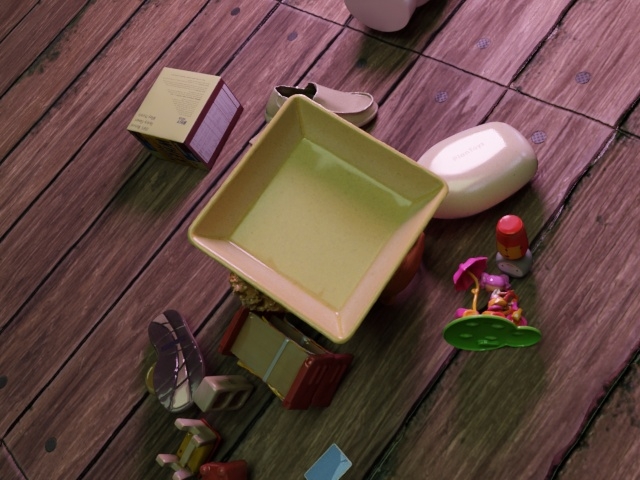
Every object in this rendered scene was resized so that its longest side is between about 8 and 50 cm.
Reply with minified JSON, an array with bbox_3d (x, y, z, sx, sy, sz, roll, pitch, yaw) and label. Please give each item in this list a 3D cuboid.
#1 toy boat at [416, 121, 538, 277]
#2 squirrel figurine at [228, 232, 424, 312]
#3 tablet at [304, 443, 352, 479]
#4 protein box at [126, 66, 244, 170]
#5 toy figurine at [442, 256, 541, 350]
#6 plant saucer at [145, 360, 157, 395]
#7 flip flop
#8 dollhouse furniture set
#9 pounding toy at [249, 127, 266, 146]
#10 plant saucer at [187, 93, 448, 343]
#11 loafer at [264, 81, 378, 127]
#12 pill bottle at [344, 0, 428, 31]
[{"bbox_3d":[0.316,-0.076,1.214,0.267,0.148,0.318,-23,50,5],"label":"toy boat"},{"bbox_3d":[0.000,0.000,1.244,0.397,0.281,0.370,-40,69,-5],"label":"squirrel figurine"},{"bbox_3d":[0.014,0.426,1.153,0.083,0.006,0.054,-46,57,-3],"label":"tablet"},{"bbox_3d":[-0.346,-0.315,1.608,0.199,0.136,0.201,17,72,28],"label":"protein box"},{"bbox_3d":[0.308,0.104,1.141,0.173,0.130,0.159,4,55,1],"label":"toy figurine"},{"bbox_3d":[-0.355,0.300,1.371,0.083,0.015,0.084,-10,61,18],"label":"plant saucer"},{"bbox_3d":[-0.308,0.260,1.337,0.112,0.080,0.277,-24,40,-9],"label":"flip flop"},{"bbox_3d":[-0.128,0.329,1.206,0.201,0.152,0.374,33,98,32],"label":"dollhouse furniture set"},{"bbox_3d":[-0.080,-0.196,1.470,0.141,0.100,0.130,35,68,30],"label":"pounding toy"},{"bbox_3d":[-0.003,-0.040,1.081,0.332,0.081,0.333,33,78,12],"label":"plant saucer"},{"bbox_3d":[0.004,-0.314,1.437,0.268,0.092,0.102,-6,45,-7],"label":"loafer"},{"bbox_3d":[0.215,-0.728,1.522,0.228,0.229,0.408,17,72,29],"label":"pill bottle"}]
